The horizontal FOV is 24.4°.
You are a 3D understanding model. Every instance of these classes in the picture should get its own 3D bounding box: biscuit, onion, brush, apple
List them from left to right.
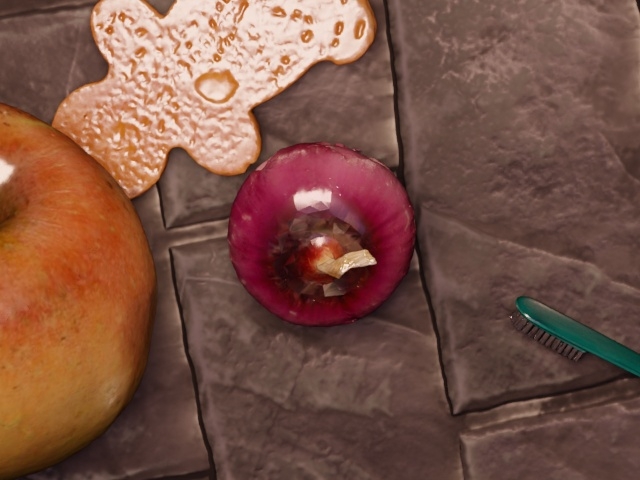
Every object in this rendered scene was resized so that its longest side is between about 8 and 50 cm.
[{"bbox_3d":[-0.315,0.052,1.289,0.338,0.338,0.305,17,143,-6],"label":"apple"},{"bbox_3d":[-0.120,-0.160,1.381,0.324,0.049,0.205,-44,98,6],"label":"biscuit"},{"bbox_3d":[0.000,-0.004,1.371,0.177,0.153,0.177,14,131,17],"label":"onion"},{"bbox_3d":[0.270,0.110,1.462,0.193,0.043,0.032,28,118,-10],"label":"brush"}]
